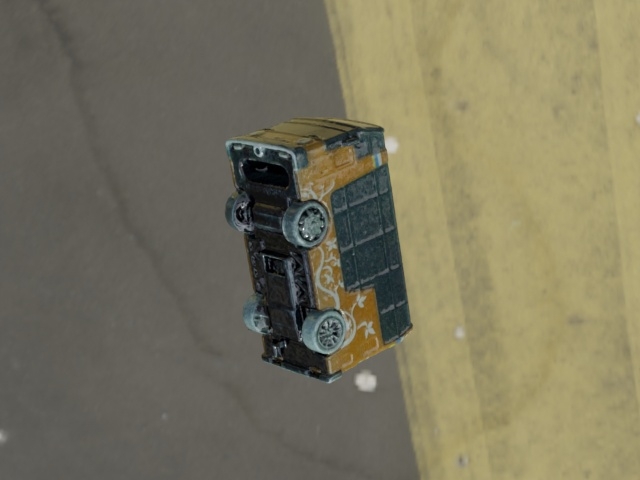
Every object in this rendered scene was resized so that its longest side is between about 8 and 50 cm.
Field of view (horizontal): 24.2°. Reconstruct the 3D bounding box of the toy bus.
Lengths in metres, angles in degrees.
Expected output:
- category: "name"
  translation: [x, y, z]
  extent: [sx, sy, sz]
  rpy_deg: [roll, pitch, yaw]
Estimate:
- category: "toy bus"
  translation: [0.000, 0.000, 1.693]
  extent: [0.138, 0.167, 0.275]
  rpy_deg: [13, 119, 49]
